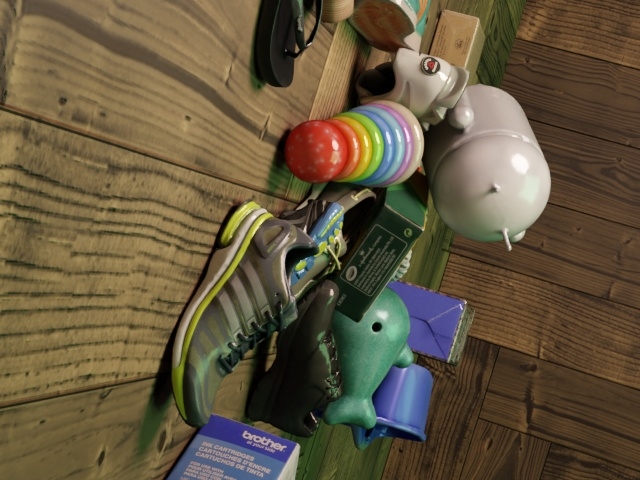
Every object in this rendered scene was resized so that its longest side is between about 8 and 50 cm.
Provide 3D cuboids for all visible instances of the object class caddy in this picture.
[{"bbox_3d":[0.097,0.331,2.320,0.341,0.241,0.179,57,45,-73],"label":"caddy"}]

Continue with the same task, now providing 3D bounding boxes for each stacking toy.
[{"bbox_3d":[0.042,-0.134,1.727,0.330,0.141,0.141,-21,127,-66],"label":"stacking toy"}]

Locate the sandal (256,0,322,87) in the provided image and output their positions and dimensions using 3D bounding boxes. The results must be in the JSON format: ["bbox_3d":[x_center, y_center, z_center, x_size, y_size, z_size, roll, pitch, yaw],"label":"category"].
[{"bbox_3d":[-0.028,-0.297,1.381,0.097,0.054,0.254,-51,155,-59],"label":"sandal"}]

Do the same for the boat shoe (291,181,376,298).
[{"bbox_3d":[0.000,-0.004,1.796,0.305,0.091,0.109,-58,160,-49],"label":"boat shoe"}]

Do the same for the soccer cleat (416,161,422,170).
[{"bbox_3d":[0.150,-0.122,2.351,0.068,0.076,0.196,1,125,-42],"label":"soccer cleat"}]

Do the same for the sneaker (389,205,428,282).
[{"bbox_3d":[0.125,-0.013,2.301,0.292,0.118,0.110,102,-24,-53],"label":"sneaker"}]

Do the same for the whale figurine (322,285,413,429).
[{"bbox_3d":[0.074,0.206,2.102,0.141,0.216,0.272,167,-67,-73],"label":"whale figurine"}]

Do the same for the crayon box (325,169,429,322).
[{"bbox_3d":[0.101,-0.015,2.011,0.203,0.083,0.323,-56,-176,21],"label":"crayon box"}]

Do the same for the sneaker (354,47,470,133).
[{"bbox_3d":[0.112,-0.227,1.958,0.330,0.146,0.122,-47,-161,56],"label":"sneaker"}]

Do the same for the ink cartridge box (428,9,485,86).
[{"bbox_3d":[0.283,-0.365,2.531,0.193,0.088,0.235,13,93,-79],"label":"ink cartridge box"}]

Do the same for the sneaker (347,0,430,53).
[{"bbox_3d":[0.111,-0.374,1.784,0.302,0.108,0.121,22,80,-82],"label":"sneaker"}]

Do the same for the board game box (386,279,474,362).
[{"bbox_3d":[0.211,0.180,2.611,0.291,0.232,0.141,36,71,-77],"label":"board game box"}]

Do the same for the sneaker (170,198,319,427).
[{"bbox_3d":[-0.096,0.095,1.449,0.111,0.121,0.300,69,40,-69],"label":"sneaker"}]

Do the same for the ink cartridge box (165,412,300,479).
[{"bbox_3d":[-0.151,0.433,1.594,0.395,0.151,0.270,-53,157,-52],"label":"ink cartridge box"}]

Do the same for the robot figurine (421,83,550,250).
[{"bbox_3d":[0.278,-0.134,1.996,0.300,0.199,0.353,56,15,-34],"label":"robot figurine"}]

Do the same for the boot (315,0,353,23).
[{"bbox_3d":[0.046,-0.395,1.537,0.197,0.073,0.152,-62,160,-48],"label":"boot"}]

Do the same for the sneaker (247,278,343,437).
[{"bbox_3d":[-0.013,0.189,1.831,0.109,0.130,0.286,-48,161,-58],"label":"sneaker"}]

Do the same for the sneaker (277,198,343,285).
[{"bbox_3d":[-0.043,0.005,1.675,0.188,0.078,0.067,-45,141,-32],"label":"sneaker"}]
